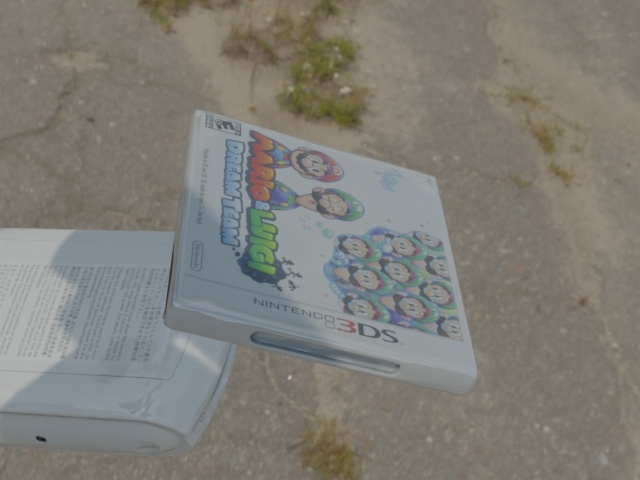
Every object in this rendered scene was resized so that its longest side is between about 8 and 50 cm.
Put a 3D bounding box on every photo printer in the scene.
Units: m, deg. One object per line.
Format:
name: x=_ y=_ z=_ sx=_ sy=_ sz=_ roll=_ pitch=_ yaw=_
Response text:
photo printer: x=-0.241 y=0.105 z=1.071 sx=0.308 sy=0.107 sz=0.256 roll=1 pitch=53 yaw=11

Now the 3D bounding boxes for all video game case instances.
video game case: x=0.000 y=0.000 z=0.488 sx=0.143 sy=0.019 sz=0.157 roll=14 pitch=37 yaw=-14
